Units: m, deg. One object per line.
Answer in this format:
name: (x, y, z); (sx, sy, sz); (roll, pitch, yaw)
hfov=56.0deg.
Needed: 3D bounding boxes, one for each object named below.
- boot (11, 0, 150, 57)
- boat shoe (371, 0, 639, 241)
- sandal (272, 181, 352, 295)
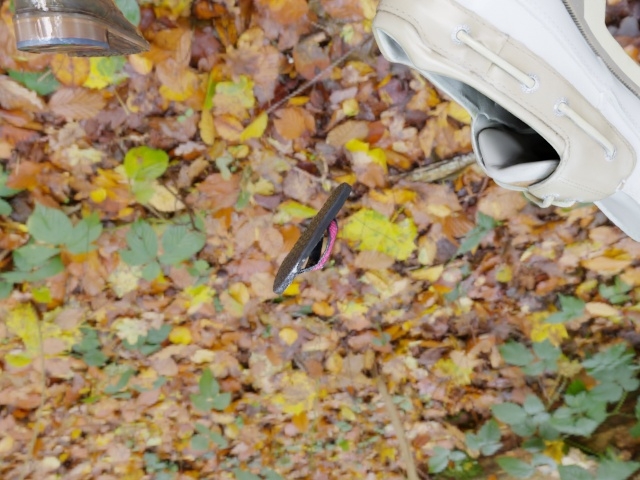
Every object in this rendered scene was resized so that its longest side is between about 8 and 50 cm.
boot: (-0.204, -0.219, 0.530); (0.082, 0.106, 0.219); (-5, -165, -1)
boat shoe: (0.149, -0.077, 0.392); (0.302, 0.113, 0.103); (39, 91, -26)
sandal: (0.000, 0.000, 0.764); (0.040, 0.179, 0.067); (41, 152, -14)
